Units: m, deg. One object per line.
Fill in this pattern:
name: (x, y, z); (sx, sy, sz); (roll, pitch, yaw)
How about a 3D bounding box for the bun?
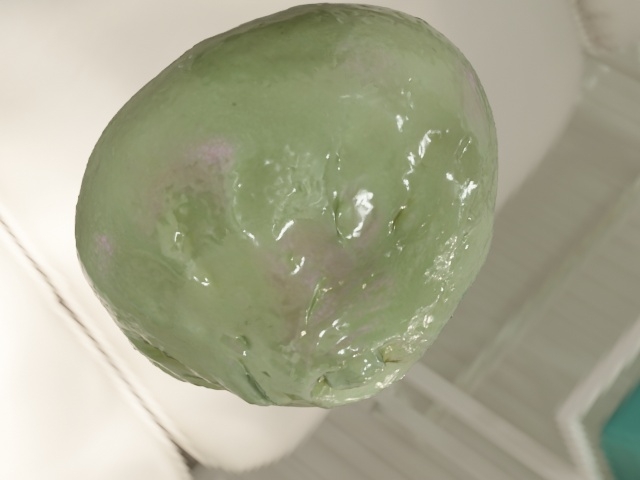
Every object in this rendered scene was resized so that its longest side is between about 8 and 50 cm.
bun: (0.000, 0.000, 1.051); (0.283, 0.179, 0.283); (-20, 141, -18)
